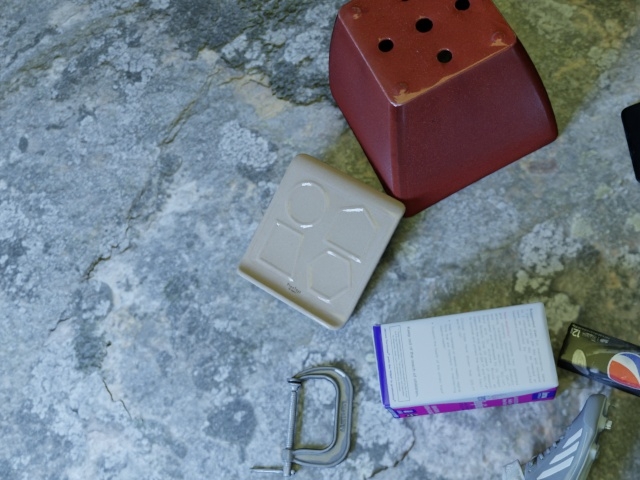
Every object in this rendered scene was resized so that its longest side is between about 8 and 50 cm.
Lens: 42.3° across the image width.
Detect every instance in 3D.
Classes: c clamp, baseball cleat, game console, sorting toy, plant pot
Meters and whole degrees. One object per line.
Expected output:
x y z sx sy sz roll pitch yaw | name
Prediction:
-0.022 0.250 1.148 0.137 0.022 0.161 5 72 16 | c clamp
0.290 0.276 1.037 0.109 0.072 0.206 17 71 26 | baseball cleat
0.501 -0.145 1.173 0.107 0.071 0.122 2 68 -18 | game console
0.000 0.000 1.213 0.193 0.038 0.208 29 91 21 | sorting toy
0.157 -0.238 1.170 0.267 0.236 0.267 -28 66 3 | plant pot

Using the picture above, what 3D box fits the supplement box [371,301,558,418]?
0.189 0.159 1.082 0.220 0.111 0.114 -11 68 10 | supplement box

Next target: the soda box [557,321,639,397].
0.393 0.163 1.058 0.168 0.060 0.053 19 76 19 | soda box
